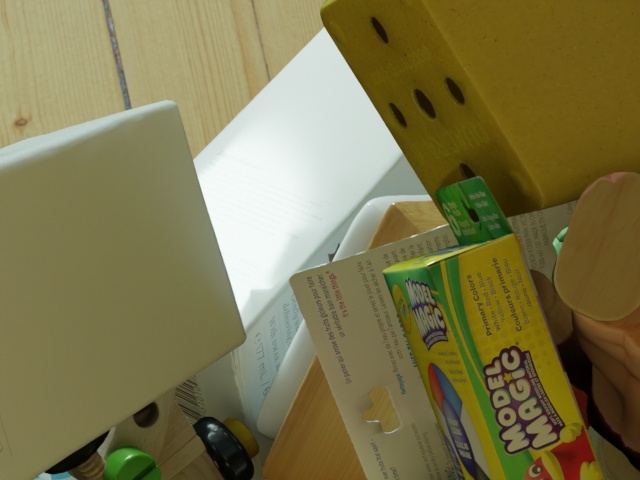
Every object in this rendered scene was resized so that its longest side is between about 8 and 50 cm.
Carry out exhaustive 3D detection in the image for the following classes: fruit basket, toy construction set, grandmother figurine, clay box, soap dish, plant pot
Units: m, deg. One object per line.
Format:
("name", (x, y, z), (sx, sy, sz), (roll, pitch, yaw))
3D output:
("fruit basket", (0.178, 0.050, 1.284), (0.353, 0.165, 0.327), (-15, -38, 5))
("toy construction set", (-0.188, 0.174, 1.414), (0.308, 0.237, 0.257), (-8, 39, 40))
("grandmother figurine", (0.189, 0.087, 1.065), (0.104, 0.208, 0.342), (-36, -19, -7))
("clay box", (0.090, 0.081, 1.009), (0.053, 0.222, 0.127), (-21, 0, -9))
("soap dish", (0.102, 0.081, 1.481), (0.118, 0.229, 0.291), (36, 21, 28))
("plant pot", (0.126, -0.120, 1.043), (0.187, 0.212, 0.212), (-33, 5, -16))

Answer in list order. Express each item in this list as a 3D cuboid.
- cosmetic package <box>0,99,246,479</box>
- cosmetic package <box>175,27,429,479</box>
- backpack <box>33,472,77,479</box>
("cosmetic package", (-0.251, 0.064, 1.044), (0.230, 0.162, 0.453), (-14, 8, 28))
("cosmetic package", (0.000, 0.000, 1.600), (0.156, 0.217, 0.385), (24, 55, 28))
("backpack", (-0.329, 0.189, 1.865), (0.290, 0.273, 0.355), (-5, 10, -16))
